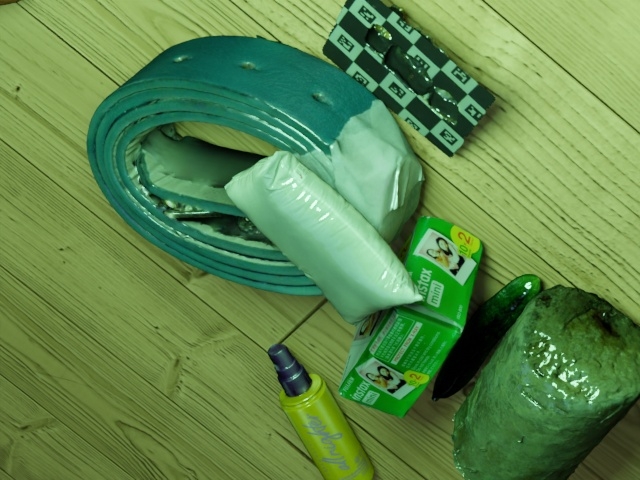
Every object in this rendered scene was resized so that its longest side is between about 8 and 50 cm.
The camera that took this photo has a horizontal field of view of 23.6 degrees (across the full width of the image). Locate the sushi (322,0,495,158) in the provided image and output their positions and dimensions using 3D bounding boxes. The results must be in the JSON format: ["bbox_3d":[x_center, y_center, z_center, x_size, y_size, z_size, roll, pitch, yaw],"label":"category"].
[{"bbox_3d":[0.116,-0.217,1.858,0.215,0.050,0.192,41,158,3],"label":"sushi"}]

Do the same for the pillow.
[{"bbox_3d":[0.000,0.001,1.856,0.254,0.078,0.144,45,140,-9],"label":"pillow"}]

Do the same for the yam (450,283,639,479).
[{"bbox_3d":[0.299,0.205,2.019,0.195,0.195,0.300,30,137,3],"label":"yam"}]

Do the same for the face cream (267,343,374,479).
[{"bbox_3d":[-0.007,0.266,2.330,0.078,0.078,0.273,-8,122,35],"label":"face cream"}]

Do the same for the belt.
[{"bbox_3d":[-0.088,-0.099,1.990,0.436,0.173,0.300,14,130,18],"label":"belt"}]

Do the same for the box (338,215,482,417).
[{"bbox_3d":[0.120,0.104,2.048,0.103,0.180,0.250,22,138,-4],"label":"box"}]

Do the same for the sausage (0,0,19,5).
[{"bbox_3d":[-0.512,-0.354,2.057,0.259,0.113,0.114,-5,125,31],"label":"sausage"}]

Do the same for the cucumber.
[{"bbox_3d":[0.222,0.132,2.104,0.056,0.056,0.284,33,133,0],"label":"cucumber"}]
